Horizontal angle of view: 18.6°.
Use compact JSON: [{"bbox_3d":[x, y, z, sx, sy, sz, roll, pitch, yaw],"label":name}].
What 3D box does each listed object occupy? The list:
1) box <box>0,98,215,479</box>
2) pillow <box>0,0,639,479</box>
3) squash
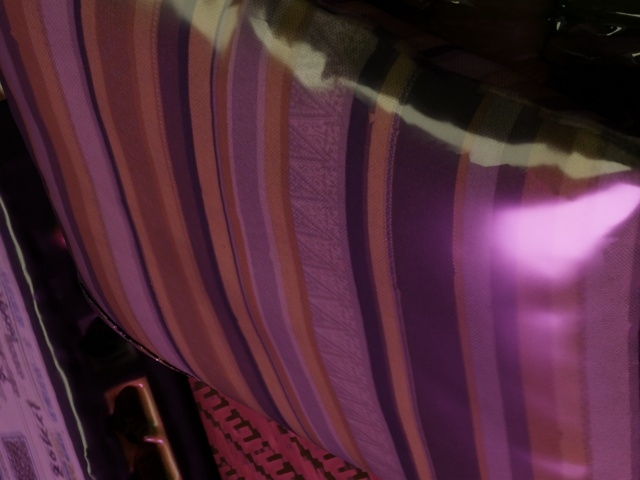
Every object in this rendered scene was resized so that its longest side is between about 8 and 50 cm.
[{"bbox_3d":[-0.108,0.117,0.843,0.211,0.058,0.350,-13,96,59],"label":"box"},{"bbox_3d":[0.000,0.000,0.499,0.212,0.052,0.208,29,153,26],"label":"pillow"},{"bbox_3d":[-0.015,-0.060,0.564,0.080,0.071,0.318,42,157,-25],"label":"squash"}]
